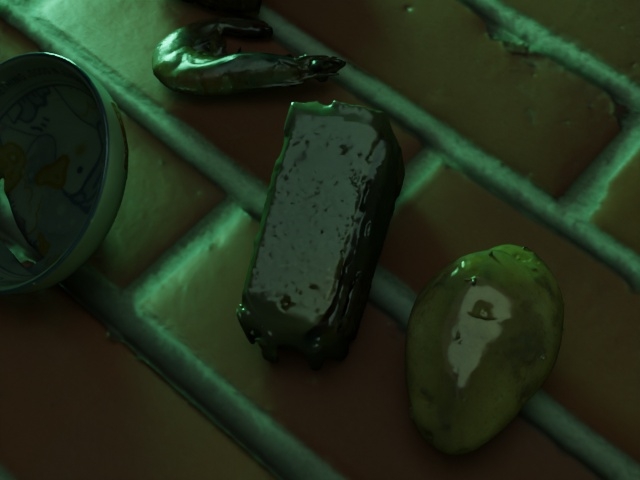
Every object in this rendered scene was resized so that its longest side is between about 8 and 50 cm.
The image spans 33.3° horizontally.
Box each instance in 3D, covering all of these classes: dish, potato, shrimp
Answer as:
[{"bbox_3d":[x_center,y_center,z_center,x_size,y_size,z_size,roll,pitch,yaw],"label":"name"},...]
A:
[{"bbox_3d":[-0.304,-0.063,1.221,0.273,0.134,0.273,-8,74,30],"label":"dish"},{"bbox_3d":[0.162,0.101,1.111,0.161,0.128,0.235,36,72,25],"label":"potato"},{"bbox_3d":[-0.091,-0.239,1.363,0.251,0.052,0.143,5,53,3],"label":"shrimp"}]

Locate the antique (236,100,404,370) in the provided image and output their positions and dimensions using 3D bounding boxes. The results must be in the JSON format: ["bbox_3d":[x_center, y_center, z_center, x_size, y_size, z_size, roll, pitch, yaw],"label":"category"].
[{"bbox_3d":[0.000,0.000,1.182,0.125,0.150,0.284,11,68,13],"label":"antique"}]

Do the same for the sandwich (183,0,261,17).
[{"bbox_3d":[-0.122,-0.409,1.451,0.186,0.065,0.215,22,59,15],"label":"sandwich"}]
